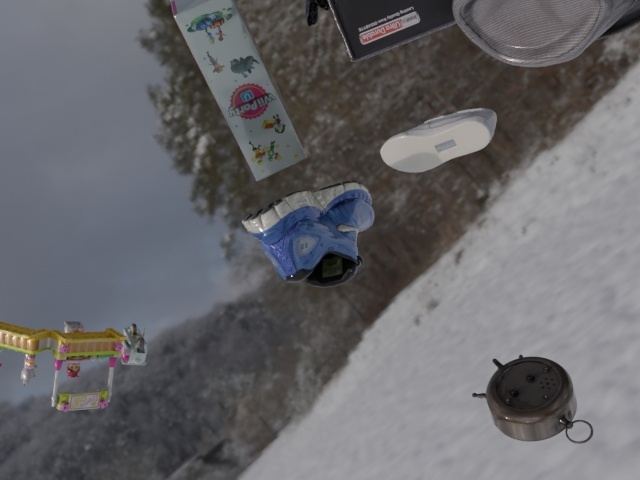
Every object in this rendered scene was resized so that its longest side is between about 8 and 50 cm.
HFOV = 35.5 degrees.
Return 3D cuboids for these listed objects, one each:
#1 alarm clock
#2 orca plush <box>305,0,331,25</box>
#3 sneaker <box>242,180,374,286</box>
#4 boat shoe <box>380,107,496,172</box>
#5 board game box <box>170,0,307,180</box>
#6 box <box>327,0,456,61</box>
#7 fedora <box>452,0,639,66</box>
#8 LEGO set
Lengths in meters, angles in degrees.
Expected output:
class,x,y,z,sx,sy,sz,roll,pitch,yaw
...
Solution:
class,x,y,z,sx,sy,sz,roll,pitch,yaw
alarm clock,0.326,0.241,1.484,0.129,0.192,0.064,-36,-46,-18
orca plush,0.021,-0.377,1.570,0.151,0.287,0.102,0,-59,-37
sneaker,0.000,0.000,1.535,0.130,0.147,0.330,-24,-2,27
boat shoe,0.174,-0.153,1.465,0.184,0.066,0.063,-20,22,39
board game box,-0.137,-0.281,1.620,0.098,0.303,0.224,-25,31,3
box,0.127,-0.424,1.320,0.296,0.293,0.073,-19,6,13
fedora,0.248,-0.279,1.086,0.276,0.243,0.124,-4,50,45
LEGO set,-0.383,0.168,1.381,0.132,0.287,0.107,-148,64,-71
